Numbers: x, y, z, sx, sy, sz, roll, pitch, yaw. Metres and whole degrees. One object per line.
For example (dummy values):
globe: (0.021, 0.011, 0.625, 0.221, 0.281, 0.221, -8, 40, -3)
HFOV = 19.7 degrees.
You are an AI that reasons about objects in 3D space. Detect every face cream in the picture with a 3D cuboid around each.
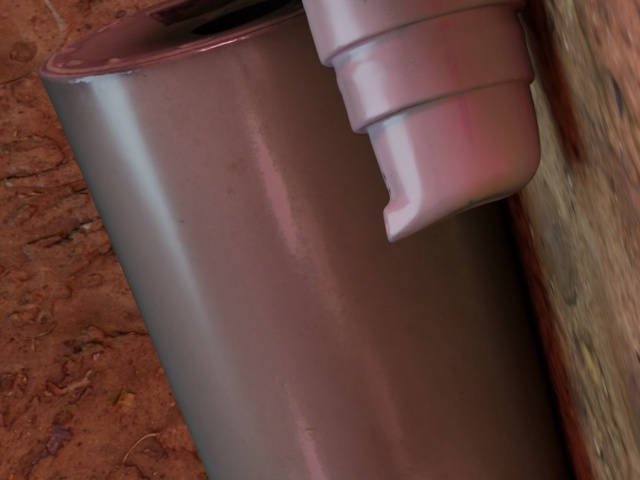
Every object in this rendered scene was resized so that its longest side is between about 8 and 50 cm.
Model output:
face cream: (0.024, -0.176, 0.847, 0.102, 0.102, 0.346, 97, 157, -87)

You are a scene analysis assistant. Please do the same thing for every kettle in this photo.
kettle: (-0.017, 0.020, 1.200, 0.361, 0.250, 0.377, 15, 126, 64)
